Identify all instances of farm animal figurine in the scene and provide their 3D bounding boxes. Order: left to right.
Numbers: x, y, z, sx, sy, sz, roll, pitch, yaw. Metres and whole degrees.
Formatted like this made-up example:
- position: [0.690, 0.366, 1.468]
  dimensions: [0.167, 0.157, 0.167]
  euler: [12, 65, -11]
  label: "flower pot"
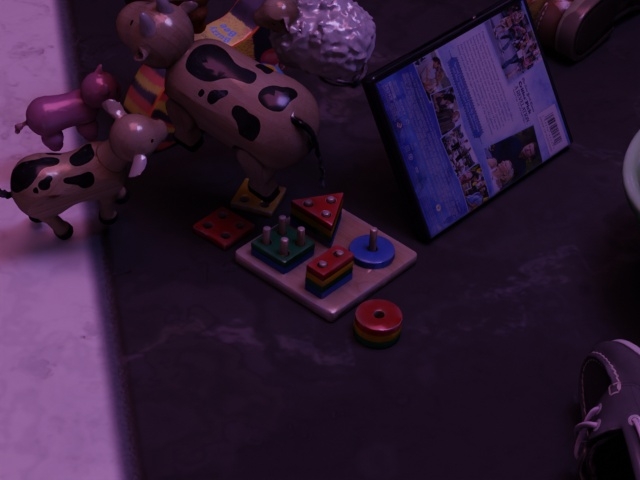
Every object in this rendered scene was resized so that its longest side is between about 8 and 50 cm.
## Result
- position: [-0.141, -0.144, 1.644]
  dimensions: [0.326, 0.172, 0.330]
  euler: [17, 68, 10]
  label: "farm animal figurine"

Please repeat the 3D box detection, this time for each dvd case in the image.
- position: [0.160, -0.135, 1.755]
  dimensions: [0.253, 0.180, 0.022]
  euler: [-32, 19, -36]
  label: "dvd case"

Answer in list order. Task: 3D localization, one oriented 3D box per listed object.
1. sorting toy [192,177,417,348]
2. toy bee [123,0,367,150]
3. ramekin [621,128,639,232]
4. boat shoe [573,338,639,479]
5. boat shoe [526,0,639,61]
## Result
- position: [0.000, 0.000, 1.665]
  dimensions: [0.274, 0.046, 0.132]
  euler: [31, 46, 30]
  label: "sorting toy"
- position: [-0.088, -0.222, 1.842]
  dimensions: [0.195, 0.162, 0.298]
  euler: [22, 42, 24]
  label: "toy bee"
- position: [0.450, -0.023, 1.605]
  dimensions: [0.303, 0.148, 0.303]
  euler: [-10, 35, 7]
  label: "ramekin"
- position: [0.263, 0.208, 1.382]
  dimensions: [0.095, 0.112, 0.335]
  euler: [-2, 43, -15]
  label: "boat shoe"
- position: [0.352, -0.334, 2.055]
  dimensions: [0.104, 0.111, 0.307]
  euler: [30, 46, 27]
  label: "boat shoe"
